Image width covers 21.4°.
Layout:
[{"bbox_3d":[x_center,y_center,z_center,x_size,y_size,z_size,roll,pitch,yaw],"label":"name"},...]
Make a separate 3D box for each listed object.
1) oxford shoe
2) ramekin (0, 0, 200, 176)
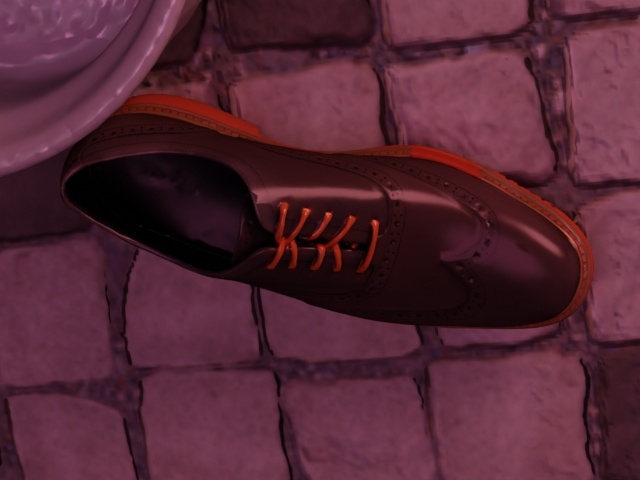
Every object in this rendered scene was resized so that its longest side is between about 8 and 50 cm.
[{"bbox_3d":[0.000,0.000,0.846,0.271,0.098,0.097,12,109,9],"label":"oxford shoe"},{"bbox_3d":[-0.173,-0.177,0.812,0.277,0.135,0.277,3,107,11],"label":"ramekin"}]
